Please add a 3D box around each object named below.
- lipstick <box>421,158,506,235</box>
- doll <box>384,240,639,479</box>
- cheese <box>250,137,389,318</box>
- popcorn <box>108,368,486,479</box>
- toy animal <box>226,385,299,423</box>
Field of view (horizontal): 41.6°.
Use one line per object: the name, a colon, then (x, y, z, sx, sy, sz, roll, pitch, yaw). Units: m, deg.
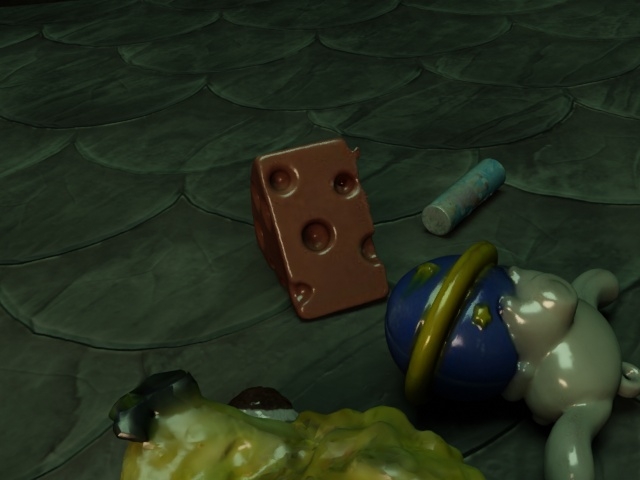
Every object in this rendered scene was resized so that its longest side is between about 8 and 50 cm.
lipstick: (0.200, -0.062, 1.165, 0.048, 0.048, 0.158, 19, 39, 33)
doll: (0.203, 0.074, 0.842, 0.243, 0.159, 0.311, 15, 33, 31)
cheese: (-0.009, -0.016, 1.072, 0.128, 0.202, 0.177, -17, 3, -12)
popcorn: (0.010, 0.247, 0.518, 0.293, 0.237, 0.293, 0, 31, 0)
toy animal: (-0.058, 0.193, 0.747, 0.098, 0.098, 0.137, 0, 32, 8)
